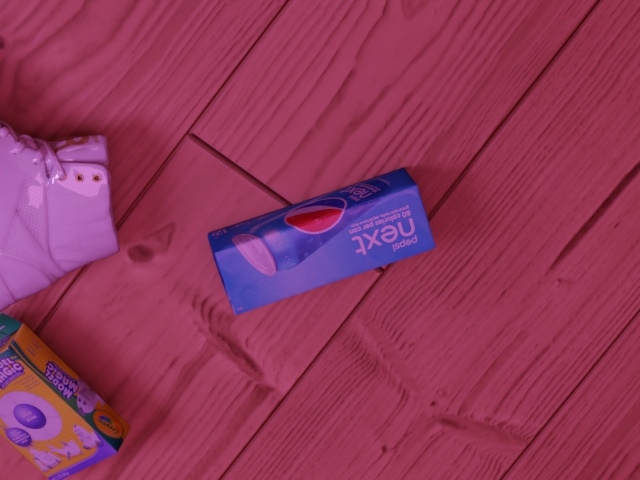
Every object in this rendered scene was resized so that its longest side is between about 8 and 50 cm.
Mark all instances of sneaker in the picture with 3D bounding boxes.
[{"bbox_3d":[-0.289,-0.089,1.762,0.169,0.108,0.292,-24,120,-3],"label":"sneaker"}]

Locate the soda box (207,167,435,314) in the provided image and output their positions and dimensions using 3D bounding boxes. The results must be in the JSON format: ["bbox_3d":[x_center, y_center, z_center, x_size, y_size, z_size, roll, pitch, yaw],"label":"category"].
[{"bbox_3d":[0.000,0.000,1.853,0.210,0.067,0.071,-19,110,-4],"label":"soda box"}]

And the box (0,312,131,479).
[{"bbox_3d":[-0.283,0.153,1.842,0.105,0.043,0.179,-29,112,37],"label":"box"}]
